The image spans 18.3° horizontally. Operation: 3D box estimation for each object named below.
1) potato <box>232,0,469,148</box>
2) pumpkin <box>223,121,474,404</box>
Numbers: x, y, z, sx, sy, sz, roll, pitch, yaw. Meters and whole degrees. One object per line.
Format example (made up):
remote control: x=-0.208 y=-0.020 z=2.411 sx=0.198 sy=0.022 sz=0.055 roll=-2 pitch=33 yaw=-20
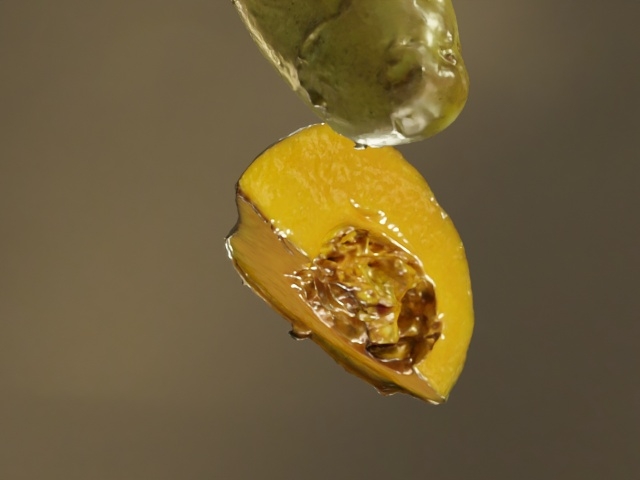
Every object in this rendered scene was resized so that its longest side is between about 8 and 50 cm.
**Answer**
potato: x=0.010 y=-0.126 z=0.947 sx=0.105 sy=0.085 sz=0.188 roll=-39 pitch=-111 yaw=30
pumpkin: x=0.000 y=-0.005 z=1.405 sx=0.163 sy=0.278 sz=0.111 roll=13 pitch=-116 yaw=48
